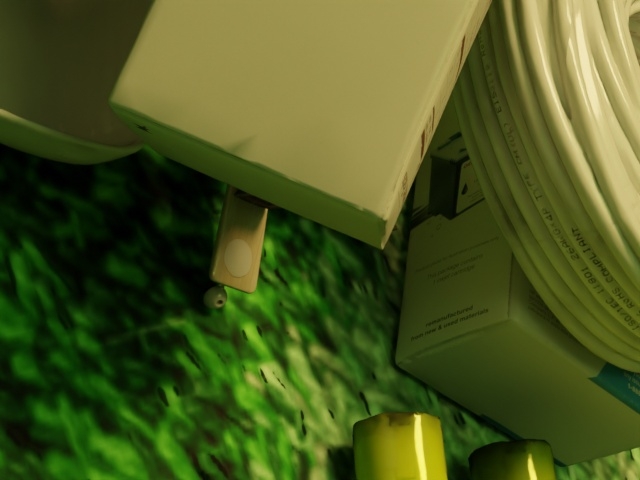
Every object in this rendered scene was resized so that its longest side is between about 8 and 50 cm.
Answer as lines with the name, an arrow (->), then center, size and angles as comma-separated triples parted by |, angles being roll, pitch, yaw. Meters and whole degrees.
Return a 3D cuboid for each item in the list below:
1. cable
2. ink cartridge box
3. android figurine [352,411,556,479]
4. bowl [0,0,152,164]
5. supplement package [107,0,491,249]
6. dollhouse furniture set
cable -> 0.162, -0.061, 0.727 | 0.257, 0.089, 0.257 | 55, 41, -13
ink cartridge box -> 0.121, 0.002, 0.782 | 0.140, 0.082, 0.190 | 34, 47, -32
android figurine -> 0.072, 0.216, 0.642 | 0.248, 0.056, 0.272 | 17, 59, -43
bowl -> -0.130, -0.100, 0.579 | 0.142, 0.053, 0.142 | 23, 55, -39
supplement package -> 0.012, -0.101, 0.548 | 0.105, 0.105, 0.179 | 24, 86, 5
dollhouse furniture set -> 0.000, 0.000, 0.662 | 0.114, 0.091, 0.081 | 22, 71, -43
